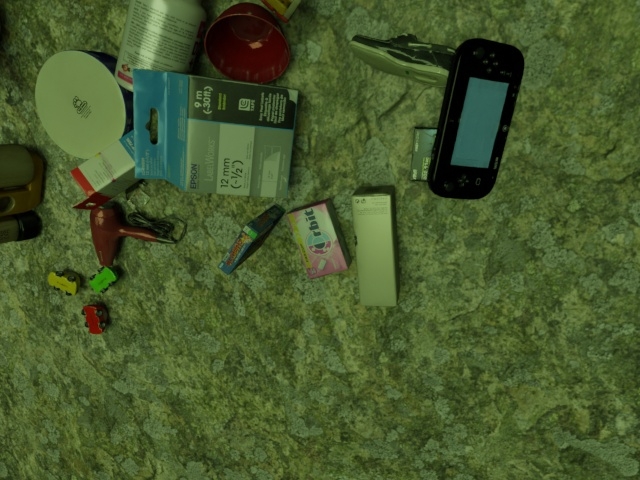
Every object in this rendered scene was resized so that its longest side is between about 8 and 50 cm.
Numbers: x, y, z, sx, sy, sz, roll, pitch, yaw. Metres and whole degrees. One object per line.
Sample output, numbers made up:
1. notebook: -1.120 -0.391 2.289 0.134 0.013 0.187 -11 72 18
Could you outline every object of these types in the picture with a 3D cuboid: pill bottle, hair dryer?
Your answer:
1. pill bottle: -0.352 -0.472 0.988 0.160 0.160 0.283 26 113 5
2. hair dryer: -0.542 -0.025 1.225 0.293 0.080 0.223 -37 95 22

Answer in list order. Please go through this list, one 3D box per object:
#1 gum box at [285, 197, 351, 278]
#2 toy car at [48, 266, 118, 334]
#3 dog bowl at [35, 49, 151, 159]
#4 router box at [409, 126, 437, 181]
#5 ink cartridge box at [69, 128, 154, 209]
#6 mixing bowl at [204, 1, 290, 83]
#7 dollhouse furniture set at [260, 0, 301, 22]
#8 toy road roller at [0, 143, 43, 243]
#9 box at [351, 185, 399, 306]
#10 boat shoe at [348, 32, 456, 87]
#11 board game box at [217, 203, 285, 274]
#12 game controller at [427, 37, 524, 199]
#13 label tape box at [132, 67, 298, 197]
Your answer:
1. gum box: 0.000 0.000 1.106 0.107 0.062 0.188 -16 103 18
2. toy car: -0.686 0.147 1.333 0.225 0.053 0.239 -34 97 21
3. dog bowl: -0.578 -0.343 1.118 0.265 0.104 0.264 4 108 12
4. router box: 0.254 -0.193 0.992 0.092 0.038 0.122 5 109 12
5. ink cartridge box: -0.520 -0.171 1.098 0.231 0.134 0.078 -35 94 -4
6. mixing bowl: -0.157 -0.446 0.962 0.181 0.181 0.098 -9 62 17
7. dollhouse furniture set: -0.183 -0.617 0.878 0.374 0.201 0.152 35 150 -22
8. toy road roller: -0.962 -0.140 1.236 0.241 0.202 0.329 30 114 15
9. box: 0.136 0.013 1.051 0.094 0.113 0.275 -1 106 15
10. boat shoe: 0.175 -0.398 0.933 0.233 0.084 0.079 20 90 10
11. board game box: -0.162 -0.008 1.070 0.035 0.201 0.136 38 112 0
12. game controller: 0.324 -0.243 0.915 0.167 0.067 0.319 4 109 -13
13. label tape box: -0.238 -0.235 0.986 0.348 0.115 0.249 1 112 -18
